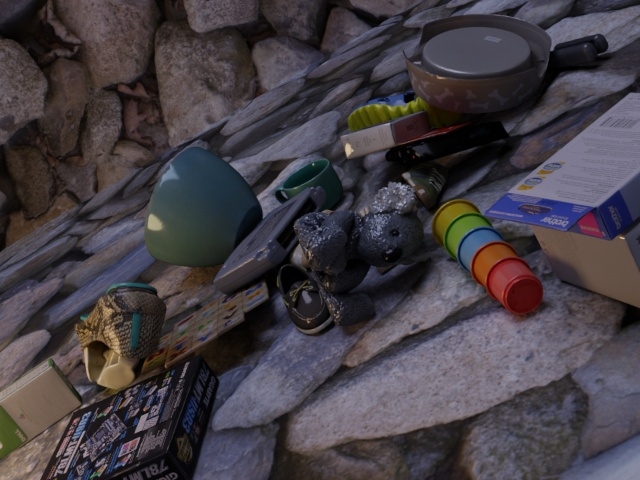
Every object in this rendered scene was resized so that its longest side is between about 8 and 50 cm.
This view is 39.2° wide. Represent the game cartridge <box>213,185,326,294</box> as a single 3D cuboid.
[{"bbox_3d":[-0.113,0.000,1.981,0.198,0.062,0.297,-35,13,39],"label":"game cartridge"}]

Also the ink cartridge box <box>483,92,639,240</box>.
[{"bbox_3d":[0.388,-0.094,1.205,0.311,0.065,0.186,-35,21,-16],"label":"ink cartridge box"}]

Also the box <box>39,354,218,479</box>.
[{"bbox_3d":[-0.336,0.350,1.553,0.293,0.073,0.295,-27,20,14],"label":"box"}]

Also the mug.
[{"bbox_3d":[-0.019,-0.119,2.143,0.129,0.097,0.157,-39,22,-19],"label":"mug"}]

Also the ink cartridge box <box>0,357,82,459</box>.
[{"bbox_3d":[-0.618,0.353,1.876,0.209,0.109,0.062,-35,21,-9],"label":"ink cartridge box"}]

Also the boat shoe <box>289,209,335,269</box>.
[{"bbox_3d":[0.000,0.000,1.910,0.059,0.063,0.170,-5,42,45],"label":"boat shoe"}]

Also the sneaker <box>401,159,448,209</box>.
[{"bbox_3d":[0.227,-0.128,1.873,0.086,0.064,0.192,-34,17,6],"label":"sneaker"}]

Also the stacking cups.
[{"bbox_3d":[0.275,0.023,1.449,0.096,0.096,0.316,-31,24,-1],"label":"stacking cups"}]

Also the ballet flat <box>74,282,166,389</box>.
[{"bbox_3d":[-0.409,0.208,1.802,0.164,0.182,0.483,7,-14,-18],"label":"ballet flat"}]

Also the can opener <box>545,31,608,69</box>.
[{"bbox_3d":[0.554,-0.457,2.129,0.076,0.095,0.283,-38,15,-16],"label":"can opener"}]

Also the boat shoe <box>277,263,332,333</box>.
[{"bbox_3d":[-0.035,0.107,1.696,0.081,0.069,0.228,-32,21,-5],"label":"boat shoe"}]

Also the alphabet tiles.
[{"bbox_3d":[-0.230,0.166,1.815,0.285,0.011,0.342,-32,9,-1],"label":"alphabet tiles"}]

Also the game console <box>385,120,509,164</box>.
[{"bbox_3d":[0.253,-0.212,2.005,0.213,0.044,0.361,-17,8,-12],"label":"game console"}]

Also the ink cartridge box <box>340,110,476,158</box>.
[{"bbox_3d":[0.206,-0.258,2.056,0.239,0.060,0.275,-14,7,26],"label":"ink cartridge box"}]

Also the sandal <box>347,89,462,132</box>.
[{"bbox_3d":[0.221,-0.324,2.265,0.317,0.126,0.138,-9,28,26],"label":"sandal"}]

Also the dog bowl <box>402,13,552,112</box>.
[{"bbox_3d":[0.366,-0.416,2.115,0.348,0.102,0.349,-3,38,2],"label":"dog bowl"}]

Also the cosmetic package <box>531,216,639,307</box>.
[{"bbox_3d":[0.455,-0.035,1.259,0.224,0.138,0.224,-36,20,-11],"label":"cosmetic package"}]

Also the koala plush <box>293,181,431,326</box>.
[{"bbox_3d":[0.082,0.003,1.590,0.221,0.196,0.203,-24,29,-2],"label":"koala plush"}]

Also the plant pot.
[{"bbox_3d":[-0.252,-0.055,2.135,0.195,0.290,0.290,21,44,18],"label":"plant pot"}]

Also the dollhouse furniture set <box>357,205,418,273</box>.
[{"bbox_3d":[0.141,-0.007,1.775,0.144,0.123,0.151,-34,-14,-7],"label":"dollhouse furniture set"}]
